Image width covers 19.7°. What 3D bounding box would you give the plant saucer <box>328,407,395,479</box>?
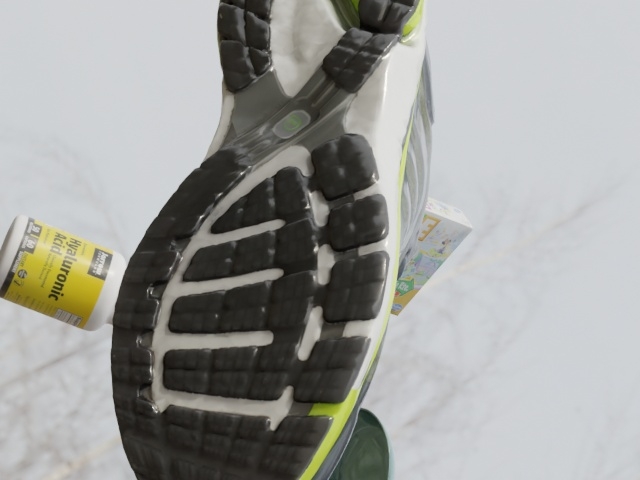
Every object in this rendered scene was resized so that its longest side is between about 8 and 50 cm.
[{"bbox_3d":[0.035,0.211,1.667,0.119,0.021,0.119,-29,-126,49],"label":"plant saucer"}]

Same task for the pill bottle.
[{"bbox_3d":[-0.185,0.030,1.383,0.116,0.065,0.065,22,-27,-13],"label":"pill bottle"}]

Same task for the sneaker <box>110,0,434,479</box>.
[{"bbox_3d":[0.000,0.000,0.771,0.111,0.300,0.121,3,-36,20],"label":"sneaker"}]

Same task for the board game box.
[{"bbox_3d":[0.039,0.001,1.489,0.103,0.154,0.026,-51,-132,20],"label":"board game box"}]
